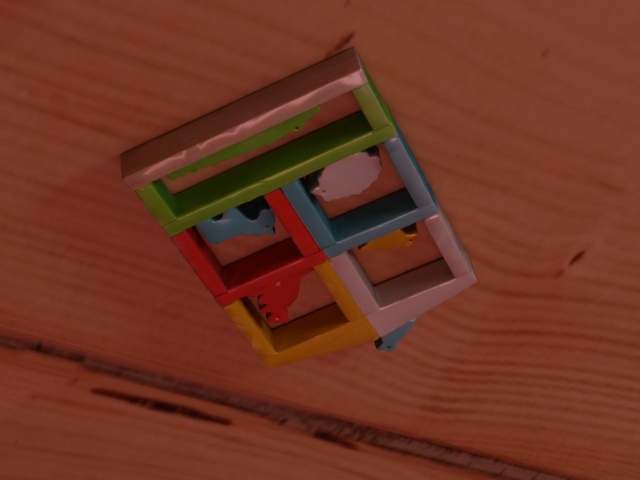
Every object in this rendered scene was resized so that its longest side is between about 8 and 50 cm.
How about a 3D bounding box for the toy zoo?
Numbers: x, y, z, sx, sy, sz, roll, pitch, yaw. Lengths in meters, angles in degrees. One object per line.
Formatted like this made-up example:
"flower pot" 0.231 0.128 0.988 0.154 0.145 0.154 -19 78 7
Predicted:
"toy zoo" 0.000 0.000 1.042 0.192 0.030 0.293 -23 133 10
